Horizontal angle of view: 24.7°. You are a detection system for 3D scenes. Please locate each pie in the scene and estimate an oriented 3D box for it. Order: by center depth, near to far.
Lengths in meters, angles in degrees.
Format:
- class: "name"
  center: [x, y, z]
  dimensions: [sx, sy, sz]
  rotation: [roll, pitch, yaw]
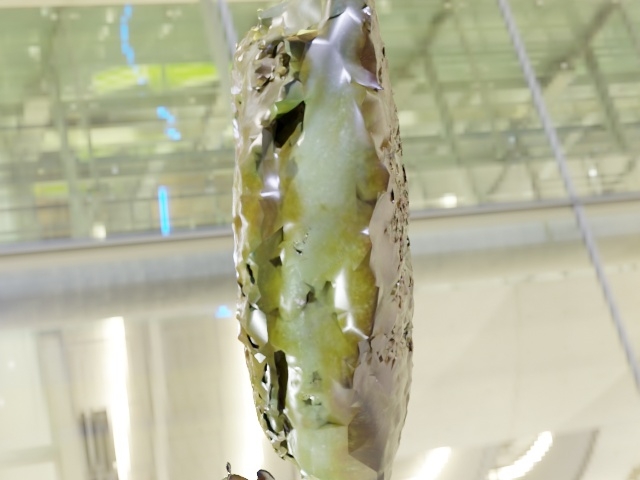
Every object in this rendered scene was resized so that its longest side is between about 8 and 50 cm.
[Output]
- class: "pie"
  center: [0.000, 0.000, 0.877]
  dimensions: [0.288, 0.103, 0.354]
  rotation: [-98, -176, -69]

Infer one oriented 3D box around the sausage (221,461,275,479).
- class: "sausage"
  center: [-0.098, 0.261, 0.669]
  dimensions: [0.317, 0.117, 0.125]
  rotation: [-50, -156, 1]
